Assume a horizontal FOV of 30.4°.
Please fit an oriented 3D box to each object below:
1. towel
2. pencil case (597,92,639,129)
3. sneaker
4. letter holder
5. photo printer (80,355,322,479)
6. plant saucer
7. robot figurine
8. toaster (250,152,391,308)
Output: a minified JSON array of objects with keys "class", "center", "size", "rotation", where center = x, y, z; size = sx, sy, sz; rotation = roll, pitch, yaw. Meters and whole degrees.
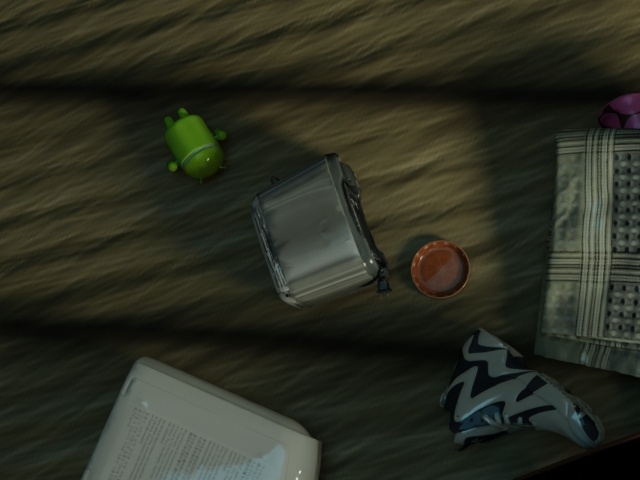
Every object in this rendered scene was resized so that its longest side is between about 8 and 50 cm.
[{"class":"towel","center":[0.426,0.019,1.499],"size":[0.312,0.056,0.324],"rotation":[6,93,32]},{"class":"pencil case","center":[0.445,-0.092,1.584],"size":[0.095,0.098,0.209],"rotation":[-4,69,-34]},{"class":"sneaker","center":[0.247,0.235,1.534],"size":[0.235,0.094,0.153],"rotation":[38,97,35]},{"class":"letter holder","center":[0.332,0.318,1.377],"size":[0.302,0.214,0.152],"rotation":[-33,68,41]},{"class":"photo printer","center":[-0.161,0.330,1.617],"size":[0.307,0.107,0.256],"rotation":[20,83,17]},{"class":"plant saucer","center":[0.169,0.041,1.656],"size":[0.083,0.013,0.083],"rotation":[-3,77,12]},{"class":"robot figurine","center":[-0.188,-0.140,1.757],"size":[0.101,0.067,0.115],"rotation":[-33,72,-5]},{"class":"toaster","center":[0.000,0.000,1.649],"size":[0.146,0.129,0.227],"rotation":[-23,75,11]}]
